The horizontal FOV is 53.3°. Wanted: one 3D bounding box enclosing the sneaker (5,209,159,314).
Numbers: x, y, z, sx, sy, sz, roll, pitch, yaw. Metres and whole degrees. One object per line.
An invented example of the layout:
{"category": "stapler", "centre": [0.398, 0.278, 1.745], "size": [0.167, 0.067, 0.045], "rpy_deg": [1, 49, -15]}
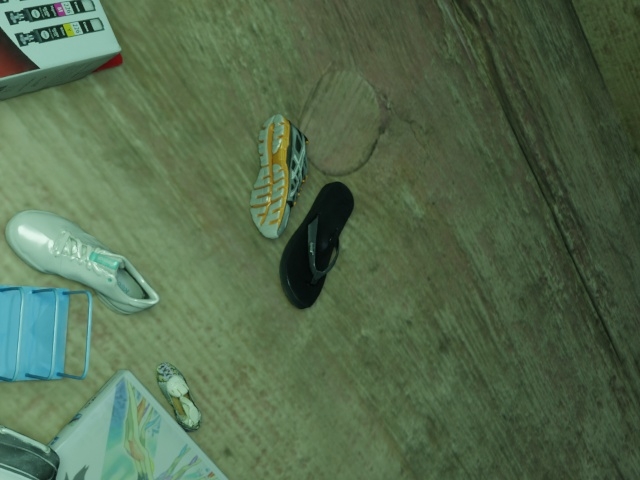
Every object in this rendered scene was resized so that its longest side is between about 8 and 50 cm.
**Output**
{"category": "sneaker", "centre": [-0.301, 0.025, 0.836], "size": [0.212, 0.094, 0.080], "rpy_deg": [39, 62, -32]}

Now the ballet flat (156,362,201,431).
{"category": "ballet flat", "centre": [-0.203, 0.230, 0.936], "size": [0.041, 0.041, 0.114], "rpy_deg": [-31, 105, -40]}

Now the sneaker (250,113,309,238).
{"category": "sneaker", "centre": [-0.060, -0.105, 1.080], "size": [0.083, 0.084, 0.215], "rpy_deg": [21, 70, -44]}

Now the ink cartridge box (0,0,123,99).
{"category": "ink cartridge box", "centre": [-0.389, -0.347, 0.778], "size": [0.272, 0.130, 0.309], "rpy_deg": [-33, 106, -41]}

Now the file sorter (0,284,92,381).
{"category": "file sorter", "centre": [-0.372, 0.109, 0.755], "size": [0.170, 0.104, 0.118], "rpy_deg": [8, 79, -41]}

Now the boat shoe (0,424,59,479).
{"category": "boat shoe", "centre": [-0.432, 0.215, 0.695], "size": [0.301, 0.108, 0.102], "rpy_deg": [29, 28, -19]}

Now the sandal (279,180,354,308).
{"category": "sandal", "centre": [0.000, -0.001, 1.136], "size": [0.097, 0.054, 0.254], "rpy_deg": [37, 62, -33]}

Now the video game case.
{"category": "video game case", "centre": [-0.266, 0.396, 0.861], "size": [0.300, 0.036, 0.329], "rpy_deg": [-50, 117, -34]}
